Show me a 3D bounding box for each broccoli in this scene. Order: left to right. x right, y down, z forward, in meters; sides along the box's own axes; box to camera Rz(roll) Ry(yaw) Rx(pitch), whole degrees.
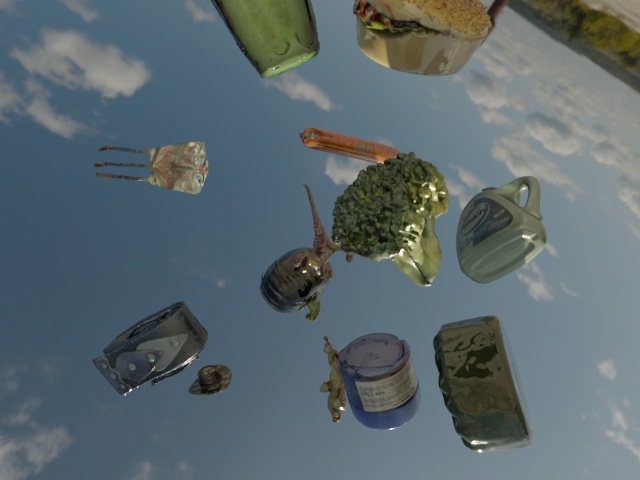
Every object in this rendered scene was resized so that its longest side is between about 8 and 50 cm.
[{"bbox_3d":[0.153,-0.030,0.875,0.245,0.248,0.288,41,-126,-14],"label":"broccoli"}]

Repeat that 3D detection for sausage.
[{"bbox_3d":[0.089,-0.234,1.199,0.348,0.053,0.053,4,-137,-39],"label":"sausage"}]

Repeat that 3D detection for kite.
[{"bbox_3d":[-0.352,-0.162,1.004,0.229,0.127,0.016,2,-151,-27],"label":"kite"}]

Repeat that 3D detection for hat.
[{"bbox_3d":[-0.307,0.373,1.296,0.121,0.050,0.121,-11,-154,6],"label":"hat"}]

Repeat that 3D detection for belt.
[{"bbox_3d":[-0.316,0.216,0.937,0.128,0.218,0.122,56,-157,-12],"label":"belt"}]

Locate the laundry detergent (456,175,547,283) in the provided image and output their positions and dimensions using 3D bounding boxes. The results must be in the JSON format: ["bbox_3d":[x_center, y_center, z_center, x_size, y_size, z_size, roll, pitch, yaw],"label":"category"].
[{"bbox_3d":[0.408,-0.051,1.080,0.105,0.215,0.280,36,-139,-11],"label":"laundry detergent"}]

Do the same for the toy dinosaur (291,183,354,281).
[{"bbox_3d":[0.003,0.000,1.245,0.200,0.072,0.251,43,-128,-34],"label":"toy dinosaur"}]

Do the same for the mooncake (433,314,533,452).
[{"bbox_3d":[0.440,0.388,1.296,0.356,0.194,0.356,48,-146,-47],"label":"mooncake"}]

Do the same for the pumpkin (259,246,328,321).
[{"bbox_3d":[-0.072,0.171,1.822,0.296,0.296,0.295,23,-146,-17],"label":"pumpkin"}]

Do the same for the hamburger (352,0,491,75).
[{"bbox_3d":[0.214,-0.477,1.015,0.302,0.170,0.302,7,-137,-6],"label":"hamburger"}]

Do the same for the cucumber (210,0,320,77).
[{"bbox_3d":[-0.082,-0.282,0.538,0.115,0.086,0.193,-30,-84,-27],"label":"cucumber"}]

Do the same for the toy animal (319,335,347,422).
[{"bbox_3d":[0.059,0.532,1.813,0.097,0.157,0.312,0,-108,11],"label":"toy animal"}]

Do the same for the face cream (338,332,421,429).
[{"bbox_3d":[0.200,0.459,1.586,0.249,0.225,0.249,-12,-156,5],"label":"face cream"}]
